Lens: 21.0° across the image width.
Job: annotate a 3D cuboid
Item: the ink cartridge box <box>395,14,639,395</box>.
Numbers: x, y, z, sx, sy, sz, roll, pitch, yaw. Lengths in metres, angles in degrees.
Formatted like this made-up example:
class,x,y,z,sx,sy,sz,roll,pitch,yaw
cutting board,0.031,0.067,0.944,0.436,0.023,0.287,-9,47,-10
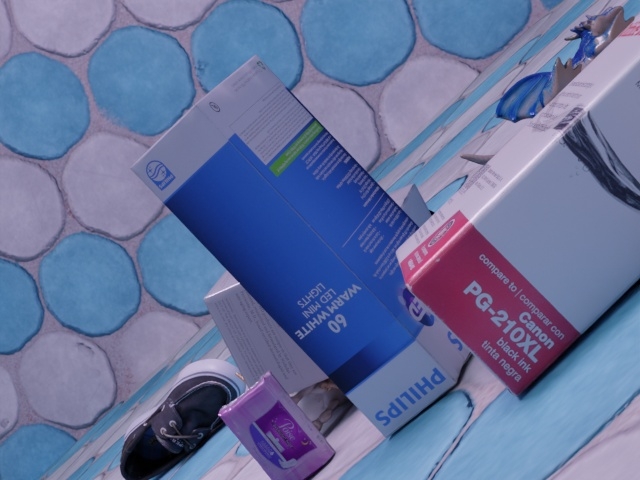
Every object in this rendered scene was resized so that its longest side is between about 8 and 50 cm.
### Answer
class,x,y,z,sx,sy,sz,roll,pitch,yaw
ink cartridge box,0.165,-0.032,1.071,0.237,0.100,0.172,-44,4,5

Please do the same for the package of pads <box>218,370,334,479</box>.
class,x,y,z,sx,sy,sz,roll,pitch,yaw
package of pads,-0.033,0.146,1.316,0.050,0.083,0.032,-39,0,13

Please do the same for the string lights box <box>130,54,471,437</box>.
class,x,y,z,sx,sy,sz,roll,pitch,yaw
string lights box,0.000,0.000,1.229,0.077,0.259,0.133,-41,4,27

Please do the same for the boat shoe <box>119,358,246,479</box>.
class,x,y,z,sx,sy,sz,roll,pitch,yaw
boat shoe,-0.166,0.216,1.992,0.228,0.080,0.076,-36,25,41

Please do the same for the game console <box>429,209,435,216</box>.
class,x,y,z,sx,sy,sz,roll,pitch,yaw
game console,0.078,0.030,1.685,0.213,0.044,0.361,-46,5,-28

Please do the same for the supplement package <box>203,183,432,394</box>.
class,x,y,z,sx,sy,sz,roll,pitch,yaw
supplement package,0.014,0.043,1.415,0.179,0.105,0.105,-24,9,17

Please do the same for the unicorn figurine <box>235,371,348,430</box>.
class,x,y,z,sx,sy,sz,roll,pitch,yaw
unicorn figurine,-0.021,0.144,1.477,0.162,0.060,0.111,-22,15,33

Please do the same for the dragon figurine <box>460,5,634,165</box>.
class,x,y,z,sx,sy,sz,roll,pitch,yaw
dragon figurine,0.217,-0.119,1.544,0.289,0.085,0.144,-45,4,-27
